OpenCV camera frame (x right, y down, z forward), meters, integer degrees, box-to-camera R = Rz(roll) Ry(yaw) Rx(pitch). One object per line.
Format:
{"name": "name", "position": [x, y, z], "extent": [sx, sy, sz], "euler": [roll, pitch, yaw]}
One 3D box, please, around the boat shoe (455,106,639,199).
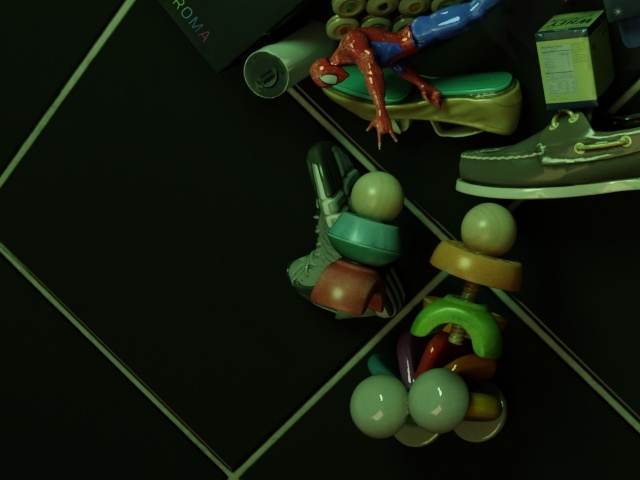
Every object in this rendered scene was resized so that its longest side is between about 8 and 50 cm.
{"name": "boat shoe", "position": [0.296, -0.098, 1.568], "extent": [0.324, 0.116, 0.096], "euler": [-2, 103, 25]}

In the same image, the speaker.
{"name": "speaker", "position": [-0.032, -0.203, 1.663], "extent": [0.055, 0.136, 0.055], "euler": [11, 117, 22]}

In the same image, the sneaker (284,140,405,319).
{"name": "sneaker", "position": [0.000, 0.000, 1.773], "extent": [0.132, 0.086, 0.228], "euler": [-14, 107, 33]}

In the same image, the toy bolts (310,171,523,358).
{"name": "toy bolts", "position": [0.122, 0.017, 1.669], "extent": [0.229, 0.218, 0.158], "euler": [17, 96, 14]}

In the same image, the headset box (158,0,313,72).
{"name": "headset box", "position": [-0.067, -0.367, 1.609], "extent": [0.283, 0.131, 0.246], "euler": [-35, 95, 33]}

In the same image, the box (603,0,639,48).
{"name": "box", "position": [0.337, -0.308, 1.497], "extent": [0.136, 0.036, 0.225], "euler": [-11, 109, 29]}

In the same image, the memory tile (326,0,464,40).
{"name": "memory tile", "position": [0.083, -0.252, 1.587], "extent": [0.148, 0.012, 0.113], "euler": [-4, 147, -16]}

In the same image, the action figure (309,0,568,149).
{"name": "action figure", "position": [0.130, -0.188, 1.560], "extent": [0.280, 0.091, 0.139], "euler": [-17, 91, 11]}

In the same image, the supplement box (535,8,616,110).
{"name": "supplement box", "position": [0.267, -0.189, 1.555], "extent": [0.056, 0.083, 0.083], "euler": [-2, 111, 26]}

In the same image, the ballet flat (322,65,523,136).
{"name": "ballet flat", "position": [0.110, -0.148, 1.657], "extent": [0.232, 0.080, 0.073], "euler": [6, 127, 24]}

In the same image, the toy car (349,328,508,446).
{"name": "toy car", "position": [0.127, 0.169, 1.766], "extent": [0.182, 0.159, 0.136], "euler": [-9, 73, 29]}
